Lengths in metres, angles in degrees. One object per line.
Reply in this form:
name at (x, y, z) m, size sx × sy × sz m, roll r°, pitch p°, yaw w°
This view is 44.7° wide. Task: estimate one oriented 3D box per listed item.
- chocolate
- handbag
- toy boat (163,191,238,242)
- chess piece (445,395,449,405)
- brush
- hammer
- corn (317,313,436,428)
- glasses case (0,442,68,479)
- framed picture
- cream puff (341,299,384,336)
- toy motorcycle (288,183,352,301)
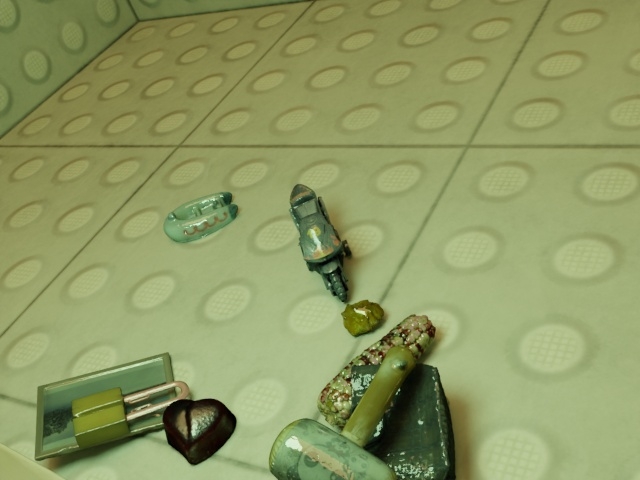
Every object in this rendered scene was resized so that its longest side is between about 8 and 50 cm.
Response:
chocolate at (-0.248, 0.355, 1.492) m, size 0.149 × 0.080 × 0.125 m, roll 0°, pitch 44°, yaw 15°
handbag at (0.131, 0.319, 1.295) m, size 0.175 × 0.088 × 0.270 m, roll -10°, pitch 52°, yaw 12°
toy boat at (-0.328, -0.072, 2.098) m, size 0.208 × 0.078 × 0.134 m, roll -24°, pitch 38°, yaw -4°
chess piece at (0.198, 0.271, 1.410) m, size 0.035 × 0.035 × 0.092 m, roll -26°, pitch 32°, yaw -4°
brush at (-0.379, 0.337, 1.572) m, size 0.234 × 0.047 × 0.103 m, roll -15°, pitch 35°, yaw -13°
hammer at (0.071, 0.288, 1.238) m, size 0.202 × 0.113 × 0.305 m, roll 29°, pitch 58°, yaw 17°
corn at (0.108, 0.242, 1.455) m, size 0.281 × 0.092 × 0.092 m, roll -38°, pitch 38°, yaw -28°
glasses case at (-0.605, 0.498, 1.520) m, size 0.337 × 0.076 × 0.144 m, roll 11°, pitch 48°, yaw 38°
framed picture at (-0.448, 0.342, 1.630) m, size 0.289 × 0.016 × 0.213 m, roll -14°, pitch 35°, yaw -9°
cream puff at (0.085, 0.154, 1.595) m, size 0.083 × 0.058 × 0.083 m, roll 11°, pitch 50°, yaw 36°
toy motorcycle at (0.000, 0.000, 1.744) m, size 0.108 × 0.173 × 0.307 m, roll -24°, pitch 37°, yaw 2°
